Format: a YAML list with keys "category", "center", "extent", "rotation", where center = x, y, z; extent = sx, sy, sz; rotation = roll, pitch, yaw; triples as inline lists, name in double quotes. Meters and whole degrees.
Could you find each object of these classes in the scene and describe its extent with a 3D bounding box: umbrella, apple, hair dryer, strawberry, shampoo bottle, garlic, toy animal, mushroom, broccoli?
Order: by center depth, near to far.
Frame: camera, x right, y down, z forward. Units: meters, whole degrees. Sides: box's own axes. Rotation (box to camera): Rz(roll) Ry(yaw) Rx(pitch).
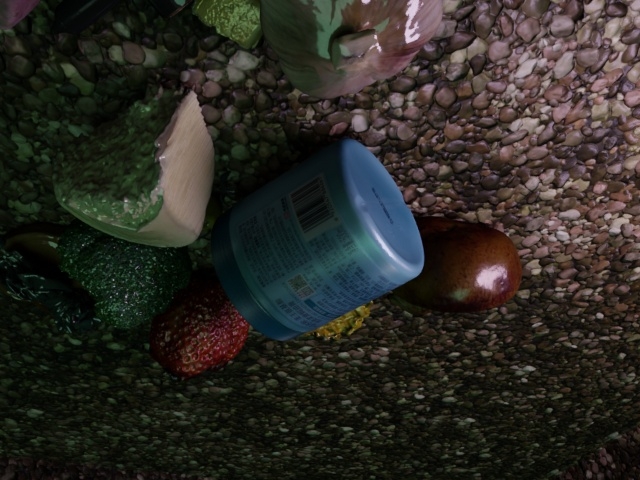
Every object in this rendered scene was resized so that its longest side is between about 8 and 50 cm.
- category: "garlic"
  center: [0.048, -0.375, 0.869]
  extent: [0.321, 0.241, 0.322]
  rotation: [-34, 158, -15]
- category: "hair dryer"
  center: [-0.362, -0.418, 0.884]
  extent: [0.351, 0.107, 0.189]
  rotation: [-13, 135, 34]
- category: "shampoo bottle"
  center: [0.000, 0.000, 1.181]
  extent: [0.342, 0.331, 0.331]
  rotation: [-30, 129, 25]
- category: "broccoli"
  center: [-0.448, 0.047, 1.255]
  extent: [0.274, 0.308, 0.308]
  rotation: [-7, 140, 35]
- category: "toy animal"
  center: [-0.220, -0.119, 1.265]
  extent: [0.028, 0.050, 0.084]
  rotation: [-8, 104, -38]
- category: "apple"
  center: [-0.272, -0.067, 1.286]
  extent: [0.089, 0.075, 0.090]
  rotation: [-17, 148, -11]
- category: "mushroom"
  center: [0.307, 0.081, 1.311]
  extent: [0.344, 0.345, 0.260]
  rotation: [-1, 113, -1]
- category: "umbrella"
  center: [-0.694, 0.119, 1.358]
  extent: [0.143, 0.094, 0.349]
  rotation: [-20, 130, 12]
- category: "strawberry"
  center: [-0.331, 0.224, 1.491]
  extent: [0.238, 0.250, 0.289]
  rotation: [23, 115, 21]

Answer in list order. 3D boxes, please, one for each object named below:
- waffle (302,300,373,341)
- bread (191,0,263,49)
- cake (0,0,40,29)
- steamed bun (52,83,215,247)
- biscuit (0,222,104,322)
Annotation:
- category: "waffle"
  center: [0.012, 0.198, 1.577]
  extent: [0.262, 0.060, 0.281]
  rotation: [12, 134, -14]
- category: "bread"
  center: [-0.143, -0.403, 0.945]
  extent: [0.125, 0.082, 0.106]
  rotation: [34, 116, -19]
- category: "cake"
  center: [-0.451, -0.497, 0.735]
  extent: [0.236, 0.230, 0.309]
  rotation: [24, 129, -27]
- category: "steamed bun"
  center: [-0.363, -0.139, 1.081]
  extent: [0.271, 0.291, 0.274]
  rotation: [4, 146, 14]
- category: "biscuit"
  center: [-0.660, 0.100, 1.455]
  extent: [0.358, 0.074, 0.381]
  rotation: [-23, 129, 23]
